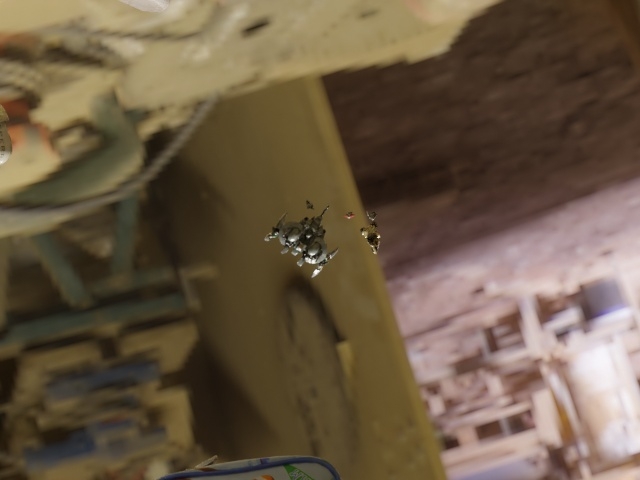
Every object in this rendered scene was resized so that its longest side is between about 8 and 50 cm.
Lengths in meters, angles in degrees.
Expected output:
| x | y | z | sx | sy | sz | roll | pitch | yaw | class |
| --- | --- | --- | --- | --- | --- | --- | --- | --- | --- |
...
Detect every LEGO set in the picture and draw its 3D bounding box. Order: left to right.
| x | y | z | sx | sy | sz | roll | pitch | yaw | class |
| --- | --- | --- | --- | --- | --- | --- | --- | --- | --- |
| 0.001 | -0.003 | 1.286 | 0.083 | 0.054 | 0.023 | -20 | -168 | 13 | LEGO set |

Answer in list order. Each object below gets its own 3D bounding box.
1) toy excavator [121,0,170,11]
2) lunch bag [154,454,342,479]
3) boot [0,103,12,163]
| x | y | z | sx | sy | sz | roll | pitch | yaw | class |
| --- | --- | --- | --- | --- | --- | --- | --- | --- | --- |
| -0.398 | -0.316 | 1.700 | 0.445 | 0.222 | 0.433 | 13 | 177 | -30 | toy excavator |
| -0.076 | 0.372 | 1.911 | 0.243 | 0.303 | 0.115 | -8 | 168 | -4 | lunch bag |
| -0.343 | -0.086 | 1.641 | 0.262 | 0.095 | 0.203 | 21 | -169 | 34 | boot |
